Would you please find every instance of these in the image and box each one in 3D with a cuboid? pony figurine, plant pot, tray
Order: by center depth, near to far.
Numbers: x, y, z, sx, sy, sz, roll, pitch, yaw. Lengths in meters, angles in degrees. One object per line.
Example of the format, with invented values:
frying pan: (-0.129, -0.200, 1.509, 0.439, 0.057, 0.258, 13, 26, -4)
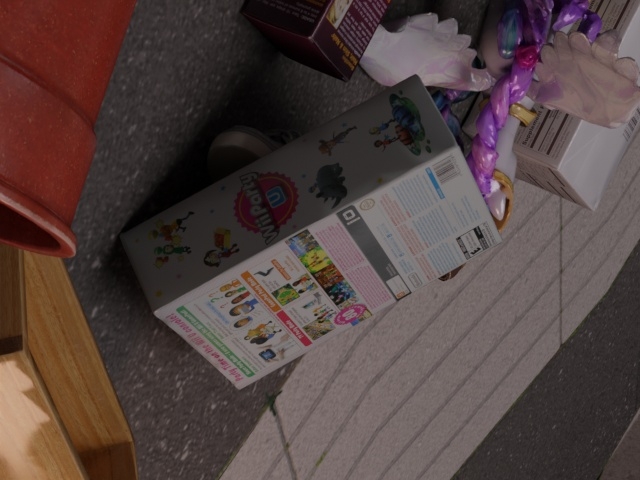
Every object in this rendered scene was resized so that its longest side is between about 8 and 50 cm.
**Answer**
plant pot: (-0.215, -0.165, 0.817, 0.265, 0.272, 0.272, -68, 154, -11)
tray: (-0.216, 0.135, 1.122, 0.076, 0.203, 0.411, -12, 139, -2)
pony figurine: (0.213, -0.205, 1.557, 0.351, 0.303, 0.363, 72, 34, -65)

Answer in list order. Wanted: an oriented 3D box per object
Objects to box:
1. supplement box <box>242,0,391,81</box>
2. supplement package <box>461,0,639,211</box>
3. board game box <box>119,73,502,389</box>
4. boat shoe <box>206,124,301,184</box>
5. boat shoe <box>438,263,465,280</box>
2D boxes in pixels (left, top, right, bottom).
supplement box: (0.020, -0.258, 1.322, 0.188, 0.081, 0.104, -62, 153, -5)
supplement package: (0.328, -0.203, 1.847, 0.262, 0.145, 0.204, -62, 153, -2)
board game box: (0.000, 0.000, 1.331, 0.303, 0.097, 0.224, -29, 151, 3)
boat shoe: (-0.044, -0.066, 1.395, 0.227, 0.079, 0.081, 52, 47, -59)
boat shoe: (0.127, -0.016, 1.737, 0.073, 0.073, 0.207, -49, 142, -25)
